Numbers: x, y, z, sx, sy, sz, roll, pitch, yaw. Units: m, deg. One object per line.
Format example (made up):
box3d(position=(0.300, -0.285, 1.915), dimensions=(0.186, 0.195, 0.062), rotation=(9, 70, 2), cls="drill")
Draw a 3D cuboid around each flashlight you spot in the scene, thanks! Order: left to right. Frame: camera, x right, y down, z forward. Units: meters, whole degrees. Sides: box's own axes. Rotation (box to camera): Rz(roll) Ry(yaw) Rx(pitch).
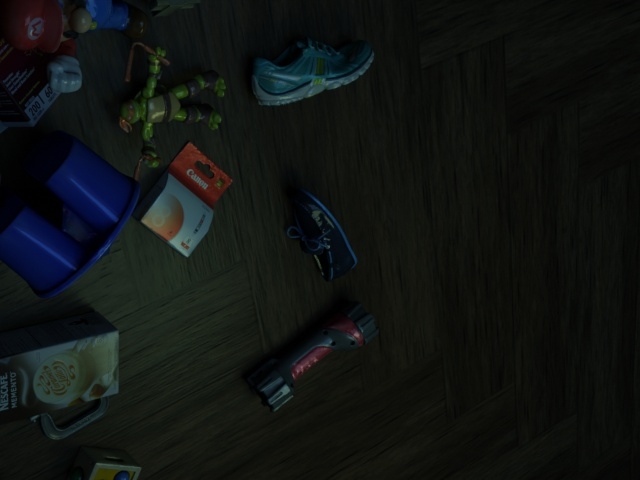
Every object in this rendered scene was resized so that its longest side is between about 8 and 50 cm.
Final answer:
box3d(position=(-0.012, 0.258, 2.346), dimensions=(0.304, 0.103, 0.103), rotation=(-39, 133, -20), cls="flashlight")

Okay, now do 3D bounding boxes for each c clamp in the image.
box3d(position=(-0.484, 0.318, 2.045), dimensions=(0.161, 0.022, 0.137), rotation=(-25, 124, -27), cls="c clamp")

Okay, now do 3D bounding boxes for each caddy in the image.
box3d(position=(-0.419, -0.036, 1.730), dimensions=(0.179, 0.341, 0.241), rotation=(42, 82, -25), cls="caddy")

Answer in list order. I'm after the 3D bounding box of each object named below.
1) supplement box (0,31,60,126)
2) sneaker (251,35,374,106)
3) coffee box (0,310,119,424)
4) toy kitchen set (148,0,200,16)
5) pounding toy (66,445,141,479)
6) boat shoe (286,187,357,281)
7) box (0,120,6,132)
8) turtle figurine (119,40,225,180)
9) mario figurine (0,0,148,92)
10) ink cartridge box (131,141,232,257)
box3d(position=(-0.502, -0.308, 1.667), dimensions=(0.130, 0.073, 0.239), rotation=(-61, 138, -32), cls="supplement box")
box3d(position=(-0.011, -0.343, 2.060), dimensions=(0.275, 0.107, 0.110), rotation=(-25, 115, -28), cls="sneaker")
box3d(position=(-0.499, 0.231, 1.938), dimensions=(0.247, 0.098, 0.141), rotation=(-13, 118, -35), cls="coffee box")
box3d(position=(-0.267, -0.435, 1.850), dimensions=(0.083, 0.068, 0.075), rotation=(-13, 90, -34), cls="toy kitchen set")
box3d(position=(-0.444, 0.491, 2.106), dimensions=(0.141, 0.100, 0.130), rotation=(18, 98, -43), cls="pounding toy")
box3d(position=(0.000, 0.000, 2.229), dimensions=(0.089, 0.109, 0.258), rotation=(-43, 129, -11), cls="boat shoe")
box3d(position=(-0.592, -0.222, 1.687), dimensions=(0.145, 0.038, 0.186), rotation=(-42, 130, -15), cls="box")
box3d(position=(-0.280, -0.229, 1.904), dimensions=(0.217, 0.087, 0.269), rotation=(-15, 116, -41), cls="turtle figurine")
box3d(position=(-0.359, -0.354, 1.655), dimensions=(0.198, 0.170, 0.320), rotation=(63, 32, -7), cls="mario figurine")
box3d(position=(-0.252, -0.075, 2.030), dimensions=(0.179, 0.045, 0.145), rotation=(-51, 133, -4), cls="ink cartridge box")
